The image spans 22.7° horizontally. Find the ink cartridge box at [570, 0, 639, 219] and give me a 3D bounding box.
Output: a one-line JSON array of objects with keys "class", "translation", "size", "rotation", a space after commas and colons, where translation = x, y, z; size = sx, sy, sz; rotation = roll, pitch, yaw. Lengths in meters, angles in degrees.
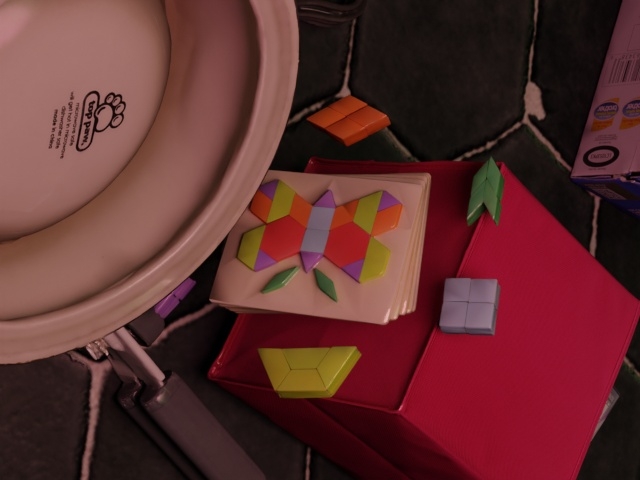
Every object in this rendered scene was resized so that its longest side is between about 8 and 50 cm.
[{"class": "ink cartridge box", "translation": [0.444, -0.167, 1.765], "size": [0.151, 0.270, 0.395], "rotation": [26, 77, -30]}]

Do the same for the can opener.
[{"class": "can opener", "translation": [-0.139, 0.134, 1.457], "size": [0.093, 0.074, 0.280], "rotation": [-47, 118, -27]}]

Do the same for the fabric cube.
[{"class": "fabric cube", "translation": [0.101, 0.094, 1.506], "size": [0.258, 0.259, 0.254], "rotation": [39, 68, -38]}]

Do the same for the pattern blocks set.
[{"class": "pattern blocks set", "translation": [0.000, 0.000, 1.381], "size": [0.026, 0.325, 0.285], "rotation": [56, 30, -58]}]

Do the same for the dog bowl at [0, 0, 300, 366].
[{"class": "dog bowl", "translation": [-0.215, -0.108, 1.246], "size": [0.408, 0.150, 0.408], "rotation": [-31, 141, -29]}]

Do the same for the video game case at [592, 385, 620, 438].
[{"class": "video game case", "translation": [0.212, 0.212, 1.760], "size": [0.196, 0.026, 0.274], "rotation": [50, 63, -27]}]

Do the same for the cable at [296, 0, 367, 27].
[{"class": "cable", "translation": [-0.063, -0.214, 1.505], "size": [0.139, 0.072, 0.287], "rotation": [56, 39, -12]}]
